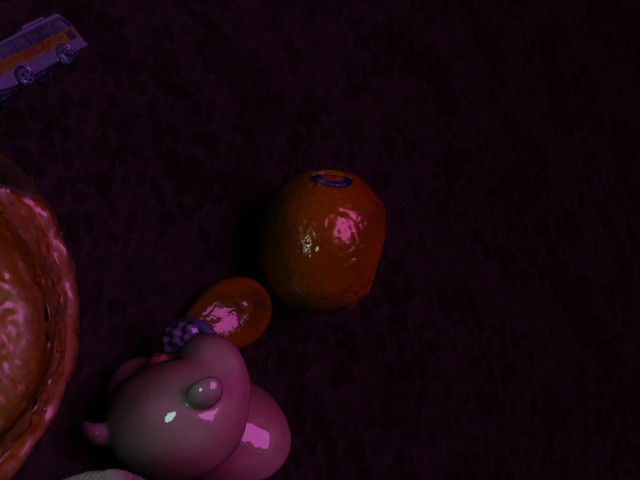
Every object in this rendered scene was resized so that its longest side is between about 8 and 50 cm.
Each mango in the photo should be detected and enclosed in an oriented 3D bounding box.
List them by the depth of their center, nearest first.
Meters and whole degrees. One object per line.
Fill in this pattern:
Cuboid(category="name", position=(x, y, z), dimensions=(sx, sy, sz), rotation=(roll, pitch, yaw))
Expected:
Cuboid(category="mango", position=(-0.133, 0.108, 2.034), dimensions=(0.187, 0.066, 0.101), rotation=(-25, 95, -45))

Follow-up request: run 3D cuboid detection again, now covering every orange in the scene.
Cuboid(category="orange", position=(0.002, 0.001, 2.128), dimensions=(0.219, 0.193, 0.219), rotation=(-2, 90, -88))

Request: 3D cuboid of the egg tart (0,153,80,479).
Cuboid(category="egg tart", position=(-0.427, 0.093, 1.483), dimensions=(0.443, 0.178, 0.443), rotation=(-2, 93, -38))

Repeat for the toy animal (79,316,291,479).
Cuboid(category="toy animal", position=(-0.160, 0.235, 1.836), dimensions=(0.221, 0.210, 0.229), rotation=(60, 21, -18))

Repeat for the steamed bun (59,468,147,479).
Cuboid(category="steamed bun", position=(-0.269, 0.363, 1.606), dimensions=(0.152, 0.238, 0.170), rotation=(49, 35, -29))

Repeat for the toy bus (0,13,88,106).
Cuboid(category="toy bus", position=(-0.384, -0.230, 1.854), dimensions=(0.075, 0.064, 0.190), rotation=(52, 39, -6))
